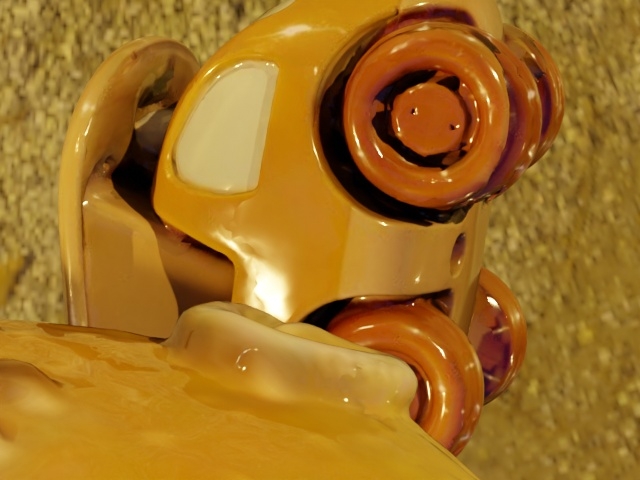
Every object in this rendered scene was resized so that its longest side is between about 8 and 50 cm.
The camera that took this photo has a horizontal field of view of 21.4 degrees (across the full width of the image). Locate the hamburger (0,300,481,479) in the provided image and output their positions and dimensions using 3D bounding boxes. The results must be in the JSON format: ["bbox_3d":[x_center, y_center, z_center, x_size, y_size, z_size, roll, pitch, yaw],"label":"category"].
[{"bbox_3d":[-0.087,0.111,0.409,0.302,0.261,0.186,12,112,27],"label":"hamburger"}]

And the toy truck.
[{"bbox_3d":[0.000,0.000,0.833,0.211,0.204,0.288,9,99,13],"label":"toy truck"}]
